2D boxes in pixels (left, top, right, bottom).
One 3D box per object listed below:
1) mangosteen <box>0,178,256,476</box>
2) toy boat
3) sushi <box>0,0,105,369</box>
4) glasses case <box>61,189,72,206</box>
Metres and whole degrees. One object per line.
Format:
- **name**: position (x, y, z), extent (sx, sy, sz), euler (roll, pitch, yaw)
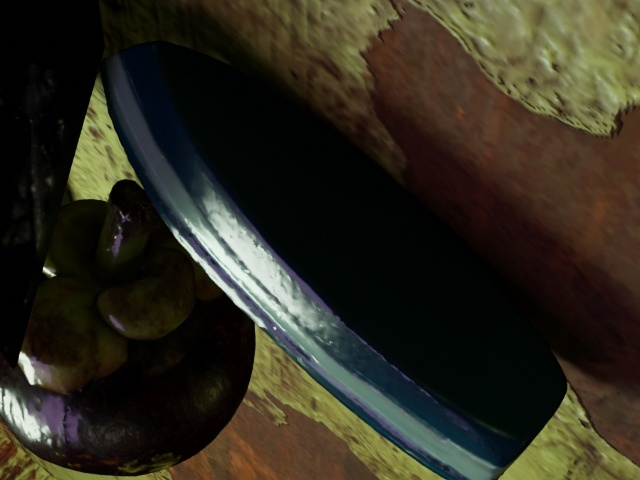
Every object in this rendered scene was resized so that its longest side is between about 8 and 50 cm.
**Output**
- **mangosteen**: position (-0.137, 0.049, 1.024), extent (0.192, 0.192, 0.217), euler (30, 139, 31)
- **toy boat**: position (0.000, 0.000, 0.772), extent (0.299, 0.096, 0.062), euler (43, 151, 3)
- **sushi**: position (-0.249, -0.073, 0.854), extent (0.212, 0.216, 0.227), euler (12, -170, -18)
- **glasses case**: position (-0.247, -0.065, 1.189), extent (0.077, 0.039, 0.184), euler (34, 160, 22)
